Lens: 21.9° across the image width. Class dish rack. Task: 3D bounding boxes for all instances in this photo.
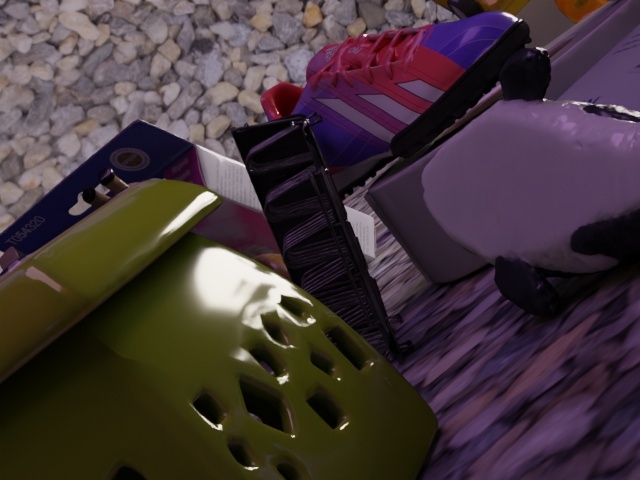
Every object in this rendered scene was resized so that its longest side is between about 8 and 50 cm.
[{"bbox_3d":[0.000,0.000,1.262,0.074,0.208,0.271,-23,6,1],"label":"dish rack"}]

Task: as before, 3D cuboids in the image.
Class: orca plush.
[{"bbox_3d":[0.173,-0.047,0.942,0.102,0.151,0.287,-4,-17,-28],"label":"orca plush"}]

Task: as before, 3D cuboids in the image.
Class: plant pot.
[{"bbox_3d":[-0.105,0.108,0.831,0.228,0.207,0.227,-37,4,22],"label":"plant pot"}]

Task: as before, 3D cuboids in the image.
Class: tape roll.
[{"bbox_3d":[0.177,-0.086,1.353,0.286,0.100,0.286,-37,4,3],"label":"tape roll"}]

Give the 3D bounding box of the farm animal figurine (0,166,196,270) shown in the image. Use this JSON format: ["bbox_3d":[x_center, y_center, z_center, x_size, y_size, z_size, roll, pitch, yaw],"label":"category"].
[{"bbox_3d":[-0.193,0.150,1.324,0.330,0.172,0.327,-37,45,18],"label":"farm animal figurine"}]

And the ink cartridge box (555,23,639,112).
[{"bbox_3d":[0.268,-0.127,1.103,0.224,0.045,0.223,-41,15,-26],"label":"ink cartridge box"}]

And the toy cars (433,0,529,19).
[{"bbox_3d":[0.236,-0.264,1.486,0.393,0.087,0.176,-13,48,32],"label":"toy cars"}]

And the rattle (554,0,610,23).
[{"bbox_3d":[0.304,-0.233,1.469,0.130,0.143,0.200,-35,-10,-9],"label":"rattle"}]

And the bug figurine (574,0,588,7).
[{"bbox_3d":[0.251,-0.324,1.375,0.216,0.072,0.279,-47,39,20],"label":"bug figurine"}]

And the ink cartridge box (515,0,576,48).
[{"bbox_3d":[0.285,-0.226,1.674,0.086,0.148,0.203,-37,2,40],"label":"ink cartridge box"}]

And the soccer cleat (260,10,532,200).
[{"bbox_3d":[0.049,-0.125,1.351,0.108,0.116,0.318,-39,4,-31],"label":"soccer cleat"}]

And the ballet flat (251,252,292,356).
[{"bbox_3d":[-0.070,0.072,1.811,0.124,0.116,0.342,-17,-7,-29],"label":"ballet flat"}]

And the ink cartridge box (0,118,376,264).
[{"bbox_3d":[-0.162,0.016,1.903,0.324,0.330,0.071,-34,47,41],"label":"ink cartridge box"}]

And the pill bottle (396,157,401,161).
[{"bbox_3d":[0.134,-0.091,2.067,0.067,0.067,0.120,-40,4,-28],"label":"pill bottle"}]
